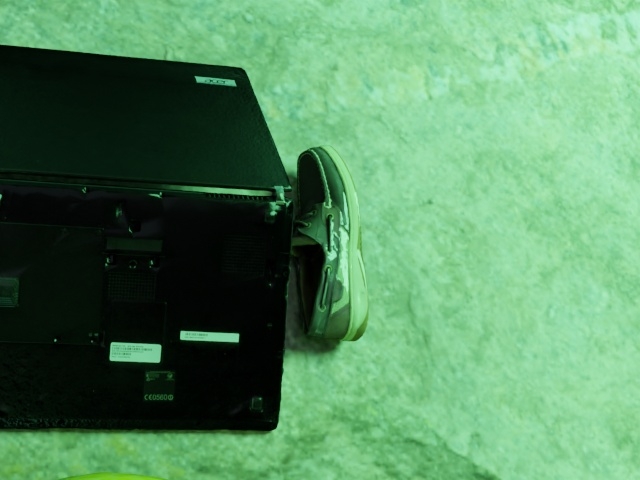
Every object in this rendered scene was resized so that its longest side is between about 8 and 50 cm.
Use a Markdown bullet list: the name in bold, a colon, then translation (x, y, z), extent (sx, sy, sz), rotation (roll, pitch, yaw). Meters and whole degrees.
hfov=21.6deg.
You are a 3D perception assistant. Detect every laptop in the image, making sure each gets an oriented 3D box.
- **laptop**: translation (-0.150, -0.005, 1.201), extent (0.234, 0.136, 0.264), rotation (3, 92, -21)

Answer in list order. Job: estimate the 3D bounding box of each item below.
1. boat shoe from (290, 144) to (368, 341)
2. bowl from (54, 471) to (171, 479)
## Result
- **boat shoe**: translation (0.000, 0.000, 1.237), extent (0.049, 0.056, 0.152), rotation (0, 68, -29)
- **bowl**: translation (-0.109, 0.266, 1.013), extent (0.289, 0.156, 0.289), rotation (9, 64, -20)
